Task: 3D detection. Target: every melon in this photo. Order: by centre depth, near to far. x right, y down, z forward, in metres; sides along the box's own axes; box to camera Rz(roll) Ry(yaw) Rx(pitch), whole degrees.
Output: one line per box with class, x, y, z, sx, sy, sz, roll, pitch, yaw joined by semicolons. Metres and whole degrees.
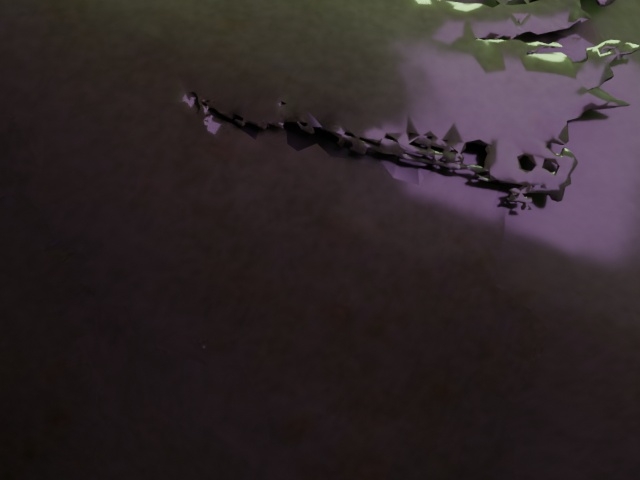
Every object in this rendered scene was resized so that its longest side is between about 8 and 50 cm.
melon;0.000;0.000;0.447;0.330;0.268;0.268;29;46;-6
